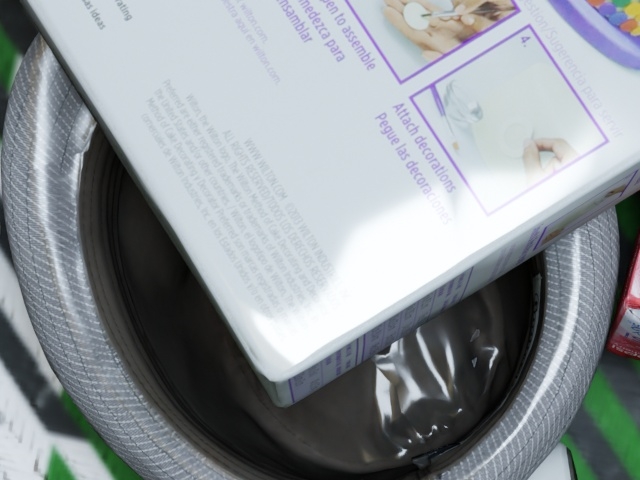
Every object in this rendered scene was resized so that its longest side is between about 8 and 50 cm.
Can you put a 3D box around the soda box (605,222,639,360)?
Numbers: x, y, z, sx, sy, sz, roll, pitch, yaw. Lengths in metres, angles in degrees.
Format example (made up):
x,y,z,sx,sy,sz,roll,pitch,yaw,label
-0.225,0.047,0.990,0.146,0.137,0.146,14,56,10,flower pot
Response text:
x,y,z,sx,sy,sz,roll,pitch,yaw,label
0.196,-0.072,0.789,0.083,0.092,0.263,16,78,8,soda box

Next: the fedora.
x,y,z,sx,sy,sz,roll,pitch,yaw,label
0.000,0.000,0.812,0.243,0.124,0.275,-34,82,2,fedora

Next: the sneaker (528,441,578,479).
x,y,z,sx,sy,sz,roll,pitch,yaw,label
0.074,0.242,0.833,0.123,0.106,0.290,-9,80,7,sneaker

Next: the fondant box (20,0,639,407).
x,y,z,sx,sy,sz,roll,pitch,yaw,label
0.060,-0.123,0.709,0.330,0.096,0.238,-32,79,-4,fondant box
